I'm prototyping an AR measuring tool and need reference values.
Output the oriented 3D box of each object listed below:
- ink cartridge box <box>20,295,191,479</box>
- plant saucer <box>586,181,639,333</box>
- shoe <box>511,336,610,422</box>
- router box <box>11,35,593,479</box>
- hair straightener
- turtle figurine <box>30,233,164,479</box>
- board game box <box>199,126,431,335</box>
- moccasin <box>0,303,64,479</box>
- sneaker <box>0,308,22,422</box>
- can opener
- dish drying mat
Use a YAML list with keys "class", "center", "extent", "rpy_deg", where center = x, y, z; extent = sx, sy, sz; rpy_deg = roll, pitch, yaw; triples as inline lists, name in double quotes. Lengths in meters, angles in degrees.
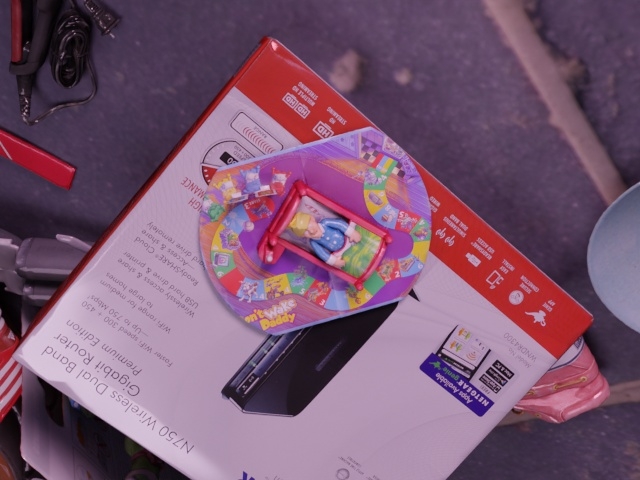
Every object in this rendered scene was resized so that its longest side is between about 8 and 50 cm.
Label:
- class: "ink cartridge box"
  center: [-0.234, 0.278, 0.918]
  extent: [0.091, 0.308, 0.385]
  rpy_deg: [-34, 120, -2]
- class: "plant saucer"
  center: [0.303, 0.007, 0.635]
  extent: [0.195, 0.037, 0.195]
  rpy_deg: [11, 133, 12]
- class: "shoe"
  center: [0.174, 0.138, 0.787]
  extent: [0.178, 0.063, 0.081]
  rpy_deg: [-24, 114, 31]
- class: "router box"
  center: [-0.008, 0.063, 0.670]
  extent: [0.335, 0.082, 0.301]
  rpy_deg: [38, 97, -15]
- class: "hair straightener"
  center: [-0.208, -0.171, 0.667]
  extent: [0.089, 0.047, 0.230]
  rpy_deg: [26, 135, -2]
- class: "turtle figurine"
  center: [-0.115, 0.154, 0.781]
  extent: [0.266, 0.198, 0.275]
  rpy_deg: [5, 147, -5]
- class: "board game box"
  center: [0.000, 0.000, 0.593]
  extent: [0.168, 0.033, 0.133]
  rpy_deg: [-15, 106, -2]
- class: "moccasin"
  center: [-0.410, 0.212, 1.034]
  extent: [0.147, 0.139, 0.380]
  rpy_deg: [-2, 129, 25]
- class: "sneaker"
  center: [-0.406, 0.160, 0.882]
  extent: [0.221, 0.087, 0.128]
  rpy_deg: [-20, 115, 13]
- class: "can opener"
  center: [-0.271, 0.015, 0.857]
  extent: [0.283, 0.095, 0.076]
  rpy_deg: [4, 133, 1]
- class: "dish drying mat"
  center: [-0.276, -0.078, 0.807]
  extent: [0.083, 0.008, 0.032]
  rpy_deg: [29, 134, -5]
